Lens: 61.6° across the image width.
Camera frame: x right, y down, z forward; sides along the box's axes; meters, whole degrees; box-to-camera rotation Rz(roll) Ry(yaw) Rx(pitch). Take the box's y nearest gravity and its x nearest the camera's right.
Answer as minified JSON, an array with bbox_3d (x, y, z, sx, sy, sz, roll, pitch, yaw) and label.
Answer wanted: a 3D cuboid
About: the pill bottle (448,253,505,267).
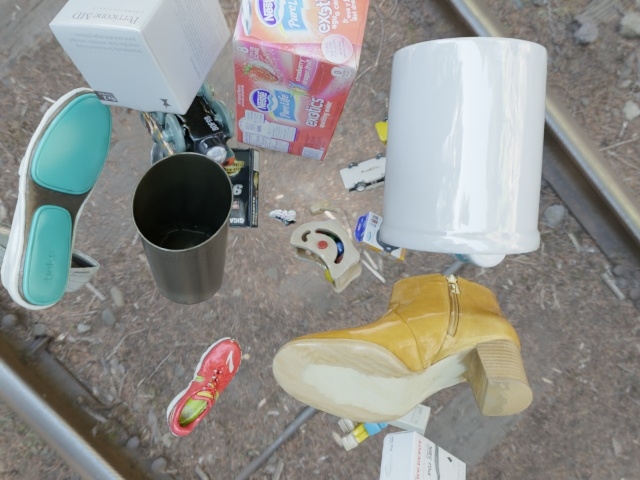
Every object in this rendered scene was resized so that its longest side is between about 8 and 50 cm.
[{"bbox_3d":[0.528,0.009,1.884,0.146,0.264,0.146,-1,95,-11],"label":"pill bottle"}]

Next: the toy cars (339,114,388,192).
[{"bbox_3d":[0.223,-0.283,1.740,0.176,0.087,0.394,28,71,28],"label":"toy cars"}]

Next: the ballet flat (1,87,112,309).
[{"bbox_3d":[-0.488,-0.081,0.957,0.139,0.139,0.401,12,84,-9],"label":"ballet flat"}]

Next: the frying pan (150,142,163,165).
[{"bbox_3d":[-0.315,-0.183,1.450,0.197,0.053,0.326,-51,136,-9],"label":"frying pan"}]

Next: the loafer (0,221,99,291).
[{"bbox_3d":[-0.669,0.021,1.261,0.111,0.319,0.112,-33,55,13],"label":"loafer"}]

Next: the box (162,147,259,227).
[{"bbox_3d":[-0.246,-0.116,1.202,0.220,0.051,0.175,2,91,15],"label":"box"}]

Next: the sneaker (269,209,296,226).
[{"bbox_3d":[-0.132,-0.074,1.913,0.098,0.038,0.069,-3,55,-12],"label":"sneaker"}]

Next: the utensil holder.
[{"bbox_3d":[0.290,-0.185,1.109,0.327,0.327,0.386,0,97,-8],"label":"utensil holder"}]

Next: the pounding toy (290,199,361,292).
[{"bbox_3d":[0.000,0.000,1.474,0.154,0.155,0.270,-23,53,-8],"label":"pounding toy"}]

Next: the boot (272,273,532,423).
[{"bbox_3d":[0.094,0.113,0.659,0.294,0.211,0.104,6,117,-3],"label":"boot"}]

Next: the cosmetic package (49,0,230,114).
[{"bbox_3d":[-0.253,-0.308,0.789,0.151,0.151,0.184,10,61,18],"label":"cosmetic package"}]

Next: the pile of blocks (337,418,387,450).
[{"bbox_3d":[0.199,0.523,1.737,0.362,0.149,0.113,-30,83,-29],"label":"pile of blocks"}]

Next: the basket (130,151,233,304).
[{"bbox_3d":[-0.231,-0.001,0.928,0.154,0.227,0.205,6,53,-6],"label":"basket"}]

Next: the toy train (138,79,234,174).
[{"bbox_3d":[-0.277,-0.238,1.076,0.142,0.190,0.334,-25,60,-24],"label":"toy train"}]

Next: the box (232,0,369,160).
[{"bbox_3d":[-0.037,-0.243,0.762,0.153,0.300,0.142,11,76,-5],"label":"box"}]

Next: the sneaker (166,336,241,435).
[{"bbox_3d":[-0.290,0.386,1.395,0.107,0.118,0.279,36,79,-16],"label":"sneaker"}]

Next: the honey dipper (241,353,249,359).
[{"bbox_3d":[-0.279,0.374,1.665,0.160,0.030,0.031,-21,97,37],"label":"honey dipper"}]

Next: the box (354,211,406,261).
[{"bbox_3d":[0.148,-0.011,1.291,0.136,0.028,0.081,25,67,-22],"label":"box"}]

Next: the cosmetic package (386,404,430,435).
[{"bbox_3d":[0.202,0.420,1.296,0.115,0.041,0.060,14,51,22],"label":"cosmetic package"}]

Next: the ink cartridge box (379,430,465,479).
[{"bbox_3d":[0.153,0.354,0.788,0.135,0.056,0.099,39,45,-28],"label":"ink cartridge box"}]
